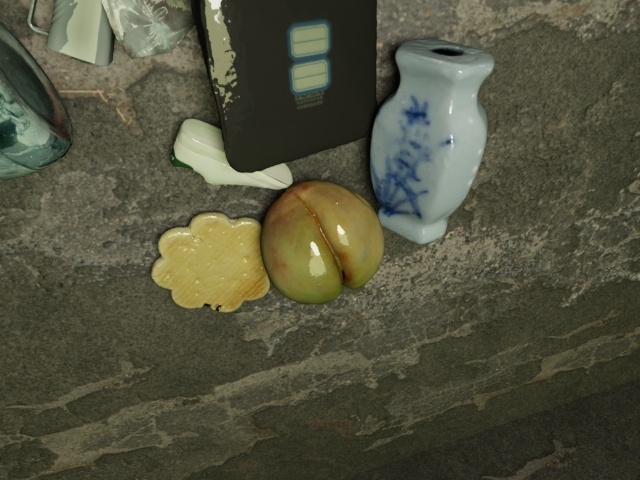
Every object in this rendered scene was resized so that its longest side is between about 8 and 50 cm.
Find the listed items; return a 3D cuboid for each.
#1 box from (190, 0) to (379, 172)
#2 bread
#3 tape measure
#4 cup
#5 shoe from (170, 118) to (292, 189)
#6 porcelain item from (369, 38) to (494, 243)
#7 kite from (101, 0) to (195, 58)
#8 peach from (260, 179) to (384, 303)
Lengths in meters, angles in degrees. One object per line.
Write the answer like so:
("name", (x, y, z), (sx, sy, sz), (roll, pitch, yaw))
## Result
("box", (-0.043, -0.322, 0.828), (0.360, 0.091, 0.350), (-23, 130, -22))
("bread", (-0.257, 0.058, 1.092), (0.317, 0.054, 0.315), (-8, 127, -11))
("tape measure", (-0.521, -0.227, 0.688), (0.147, 0.275, 0.256), (-27, 131, -3))
("cup", (-0.406, -0.371, 0.728), (0.128, 0.095, 0.129), (13, 116, -22))
("shoe", (-0.192, -0.162, 0.947), (0.265, 0.095, 0.110), (24, 132, -33))
("porcelain item", (0.230, -0.199, 0.947), (0.179, 0.243, 0.404), (-36, 142, -36))
("kite", (-0.323, -0.443, 0.684), (0.015, 0.169, 0.309), (0, 135, 38))
("peach", (-0.001, 0.001, 1.016), (0.293, 0.247, 0.291), (-1, 101, -3))
